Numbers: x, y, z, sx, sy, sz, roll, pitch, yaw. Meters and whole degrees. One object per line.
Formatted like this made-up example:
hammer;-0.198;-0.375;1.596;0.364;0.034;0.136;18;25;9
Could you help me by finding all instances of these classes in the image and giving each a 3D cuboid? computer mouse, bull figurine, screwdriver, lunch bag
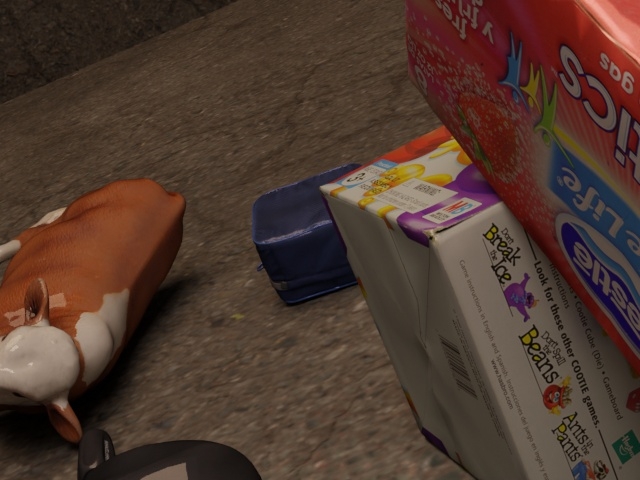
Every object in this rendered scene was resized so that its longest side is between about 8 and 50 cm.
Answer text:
computer mouse;-0.140;0.155;0.624;0.242;0.071;0.041;-24;-18;0
bull figurine;-0.196;0.053;0.944;0.188;0.101;0.310;-17;19;24
screwdriver;-0.119;0.142;0.717;0.024;0.025;0.170;-24;17;-3
lunch bag;0.000;0.000;0.919;0.098;0.065;0.067;-18;34;12

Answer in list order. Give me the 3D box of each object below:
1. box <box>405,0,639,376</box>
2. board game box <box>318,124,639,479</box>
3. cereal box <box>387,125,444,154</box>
box;0.162;-0.031;0.425;0.154;0.142;0.300;-27;58;-12
board game box;0.165;-0.013;0.617;0.275;0.144;0.142;-26;17;-12
cereal box;0.183;-0.088;0.966;0.240;0.047;0.173;-27;14;-9
